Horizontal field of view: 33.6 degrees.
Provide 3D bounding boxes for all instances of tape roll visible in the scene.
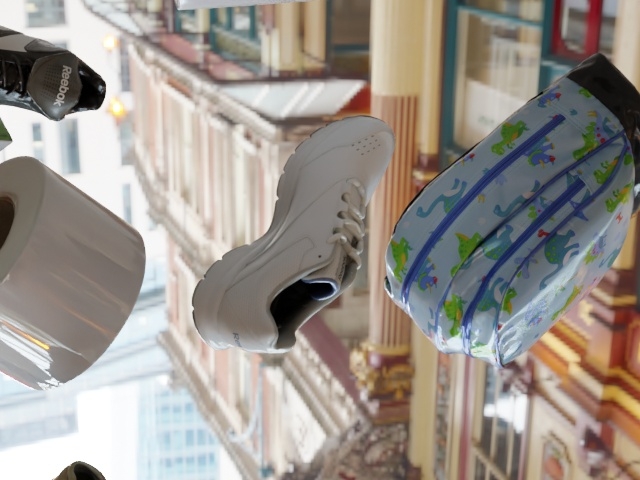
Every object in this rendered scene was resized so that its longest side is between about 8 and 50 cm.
[{"bbox_3d":[-0.358,0.041,1.306,0.169,0.246,0.246,39,172,-38],"label":"tape roll"}]

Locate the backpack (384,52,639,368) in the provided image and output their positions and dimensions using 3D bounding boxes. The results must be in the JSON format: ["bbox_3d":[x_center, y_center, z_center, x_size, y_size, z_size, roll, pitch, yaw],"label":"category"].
[{"bbox_3d":[0.245,-0.014,1.320,0.356,0.290,0.273,-24,-120,-9],"label":"backpack"}]

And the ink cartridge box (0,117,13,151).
[{"bbox_3d":[-0.427,-0.066,1.070,0.209,0.062,0.109,-36,172,17],"label":"ink cartridge box"}]

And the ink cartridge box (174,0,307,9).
[{"bbox_3d":[0.058,-0.364,0.909,0.395,0.285,0.166,-10,-119,-24],"label":"ink cartridge box"}]

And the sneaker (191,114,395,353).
[{"bbox_3d":[0.000,0.000,1.080,0.129,0.111,0.297,16,-113,47],"label":"sneaker"}]

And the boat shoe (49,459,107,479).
[{"bbox_3d":[-0.253,0.395,1.241,0.113,0.103,0.302,-5,-135,-43],"label":"boat shoe"}]

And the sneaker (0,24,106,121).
[{"bbox_3d":[-0.277,-0.155,0.973,0.106,0.078,0.234,20,-171,20],"label":"sneaker"}]
